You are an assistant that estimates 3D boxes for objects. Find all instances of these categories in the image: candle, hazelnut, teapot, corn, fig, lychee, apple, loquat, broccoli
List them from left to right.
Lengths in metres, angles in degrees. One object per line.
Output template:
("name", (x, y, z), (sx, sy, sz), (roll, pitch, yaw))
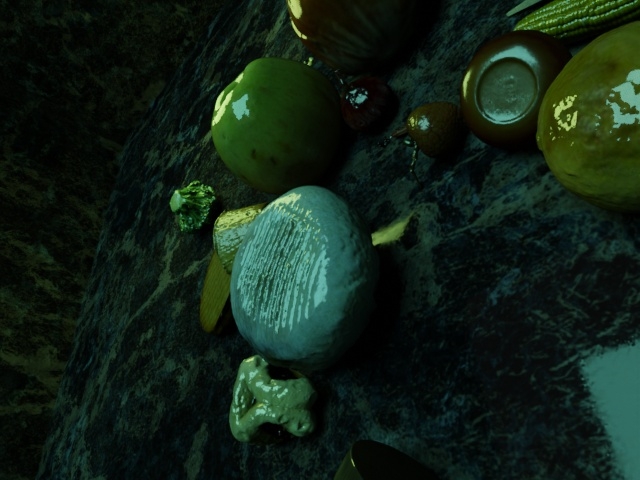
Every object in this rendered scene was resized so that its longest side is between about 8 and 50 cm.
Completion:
("broccoli", (-0.432, -0.112, 1.676), (0.195, 0.156, 0.195), (-2, 86, 24))
("apple", (-0.118, -0.285, 1.224), (0.338, 0.305, 0.338), (-32, 46, 41))
("hazelnut", (0.082, -0.585, 1.175), (0.372, 0.315, 0.372), (21, 118, 47))
("fig", (0.106, -0.323, 1.114), (0.128, 0.150, 0.128), (-7, 49, 8))
("candle", (0.188, -0.239, 1.038), (0.167, 0.021, 0.026), (-20, 74, 45))
("lychee", (0.207, -0.195, 0.914), (0.140, 0.114, 0.101), (-48, 2, -7))
("teapot", (0.333, -0.233, 0.764), (0.252, 0.135, 0.178), (13, 114, 37))
("corn", (0.412, -0.352, 0.767), (0.231, 0.080, 0.080), (-6, 64, 54))
("loquat", (0.376, -0.143, 0.573), (0.238, 0.193, 0.238), (-25, 51, 35))

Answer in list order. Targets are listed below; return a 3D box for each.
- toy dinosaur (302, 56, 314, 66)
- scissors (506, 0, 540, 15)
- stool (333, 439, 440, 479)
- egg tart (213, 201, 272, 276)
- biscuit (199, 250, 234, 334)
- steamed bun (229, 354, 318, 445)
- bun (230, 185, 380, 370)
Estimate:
("toy dinosaur", (-0.068, -0.452, 1.461), (0.194, 0.152, 0.177), (5, 34, 45))
("scissors", (0.402, -0.439, 0.864), (0.189, 0.015, 0.100), (-4, 103, 66))
("stool", (0.053, 0.431, 0.647), (0.264, 0.179, 0.179), (-61, 34, 5))
("egg tart", (-0.145, -0.008, 1.192), (0.147, 0.202, 0.202), (-26, 49, 30))
("biscuit", (-0.266, 0.105, 1.364), (0.318, 0.040, 0.318), (-39, 42, 47))
("steamed bun", (-0.074, 0.315, 0.946), (0.155, 0.141, 0.172), (-5, 67, 37))
("bun", (-0.022, 0.076, 0.942), (0.362, 0.211, 0.362), (-30, 49, 42))
